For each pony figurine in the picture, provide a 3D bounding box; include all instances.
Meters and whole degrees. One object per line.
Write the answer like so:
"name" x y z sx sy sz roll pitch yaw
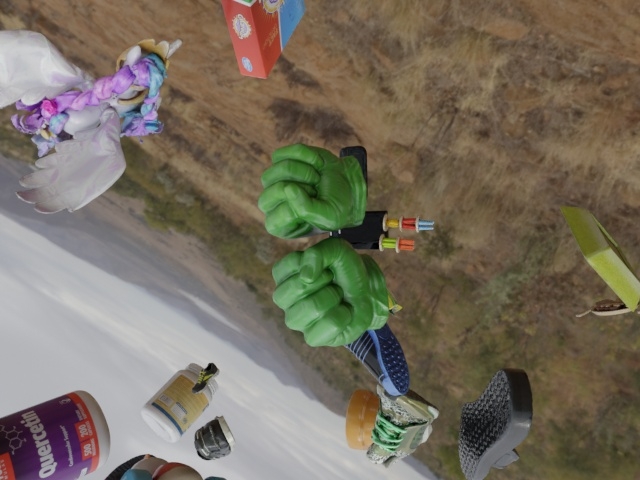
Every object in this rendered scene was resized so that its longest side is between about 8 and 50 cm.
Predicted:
"pony figurine" -0.429 -0.236 0.946 0.303 0.351 0.363 60 155 -13

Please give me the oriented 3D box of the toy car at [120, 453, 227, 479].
"toy car" -0.352 0.550 1.099 0.219 0.210 0.238 24 167 -36

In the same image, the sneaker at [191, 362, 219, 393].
"sneaker" -0.267 0.312 1.196 0.031 0.083 0.035 1 123 36

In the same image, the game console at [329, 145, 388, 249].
"game console" 0.130 -0.148 1.825 0.213 0.362 0.044 0 -175 24

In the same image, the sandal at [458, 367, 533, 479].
"sandal" 0.374 0.401 1.091 0.106 0.168 0.446 6 149 3

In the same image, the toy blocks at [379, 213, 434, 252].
"toy blocks" 0.258 -0.020 1.561 0.148 0.123 0.054 3 154 21

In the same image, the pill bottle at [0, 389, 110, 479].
"pill bottle" -0.618 0.445 1.075 0.181 0.182 0.322 19 -158 39

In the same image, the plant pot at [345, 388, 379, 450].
"plant pot" 0.209 0.640 1.845 0.187 0.205 0.205 1 154 23

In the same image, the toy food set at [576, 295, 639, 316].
"toy food set" 0.821 0.176 1.464 0.132 0.039 0.192 -12 177 -36

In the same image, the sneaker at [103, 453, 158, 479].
"sneaker" -0.597 0.735 1.483 0.112 0.319 0.131 46 130 13

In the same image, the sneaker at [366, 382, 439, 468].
"sneaker" 0.187 0.477 1.308 0.158 0.182 0.410 26 154 29

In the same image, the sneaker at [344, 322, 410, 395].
"sneaker" 0.094 0.206 1.051 0.081 0.232 0.090 -6 156 -49

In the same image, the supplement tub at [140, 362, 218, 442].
"supplement tub" -0.416 0.481 1.567 0.144 0.200 0.144 25 139 24

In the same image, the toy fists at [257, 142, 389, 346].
"toy fists" 0.000 0.000 0.698 0.142 0.279 0.096 -4 166 -26

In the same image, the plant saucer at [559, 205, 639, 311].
"plant saucer" 0.589 0.024 1.086 0.188 0.188 0.045 40 121 -21

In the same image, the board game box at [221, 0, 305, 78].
"board game box" -0.118 -0.531 1.051 0.064 0.242 0.317 15 152 14

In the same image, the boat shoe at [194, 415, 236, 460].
"boat shoe" -0.230 0.426 1.117 0.084 0.079 0.233 55 159 15

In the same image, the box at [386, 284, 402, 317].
"box" 0.215 0.177 1.757 0.179 0.043 0.105 59 -171 21
